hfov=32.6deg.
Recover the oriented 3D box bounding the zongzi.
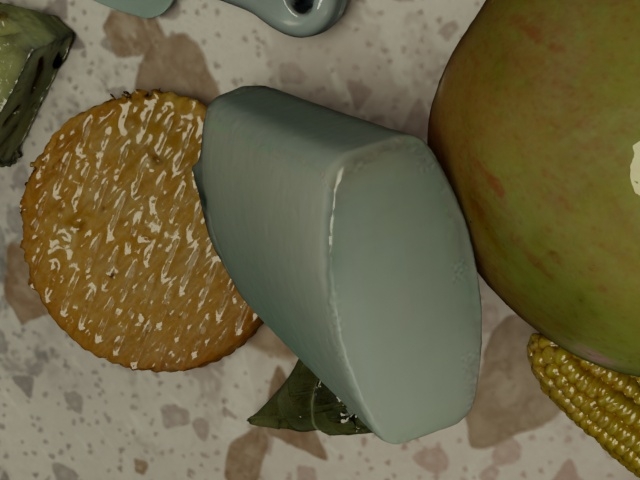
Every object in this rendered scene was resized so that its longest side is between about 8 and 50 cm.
[{"bbox_3d":[-0.010,0.087,0.923,0.131,0.062,0.154,-1,95,29],"label":"zongzi"}]

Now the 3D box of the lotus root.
[{"bbox_3d":[-0.307,-0.147,0.950,0.144,0.070,0.143,26,107,11],"label":"lotus root"}]

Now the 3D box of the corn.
[{"bbox_3d":[0.282,0.156,0.825,0.293,0.106,0.106,38,109,11],"label":"corn"}]

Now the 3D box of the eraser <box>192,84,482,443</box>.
[{"bbox_3d":[0.000,0.000,0.761,0.104,0.290,0.189,-13,108,-17],"label":"eraser"}]

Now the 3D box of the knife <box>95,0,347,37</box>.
[{"bbox_3d":[-0.134,-0.222,0.904,0.331,0.044,0.080,15,113,20],"label":"knife"}]

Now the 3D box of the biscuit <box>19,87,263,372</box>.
[{"bbox_3d":[-0.146,-0.004,0.950,0.254,0.035,0.253,3,102,15],"label":"biscuit"}]

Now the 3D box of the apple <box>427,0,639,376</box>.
[{"bbox_3d":[0.225,-0.075,0.679,0.277,0.319,0.319,42,110,6],"label":"apple"}]
